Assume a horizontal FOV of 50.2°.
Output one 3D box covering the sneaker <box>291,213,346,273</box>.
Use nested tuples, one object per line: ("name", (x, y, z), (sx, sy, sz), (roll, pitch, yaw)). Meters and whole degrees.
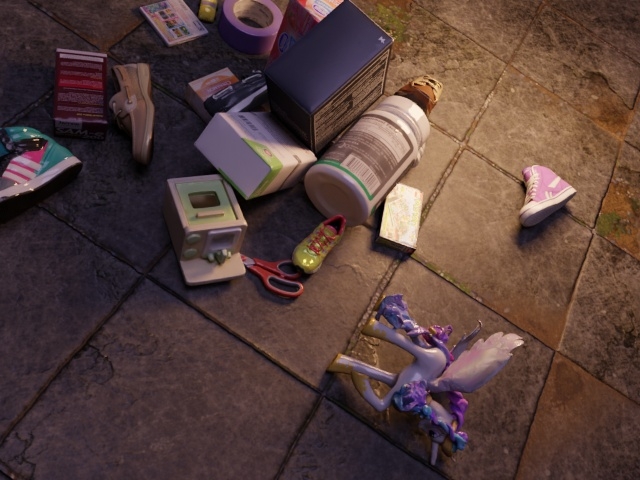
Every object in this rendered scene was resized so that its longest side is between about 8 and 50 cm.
("sneaker", (0.000, 0.000, 1.744), (0.081, 0.094, 0.208), (37, 49, 1))

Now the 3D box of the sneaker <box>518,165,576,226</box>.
("sneaker", (0.657, -0.145, 2.108), (0.282, 0.102, 0.161), (-25, 67, -43))

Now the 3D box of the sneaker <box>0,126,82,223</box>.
("sneaker", (-0.712, -0.163, 1.548), (0.178, 0.124, 0.295), (45, 46, 3))

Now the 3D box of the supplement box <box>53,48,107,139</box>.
("supplement box", (-0.615, -0.376, 1.754), (0.130, 0.073, 0.240), (2, 58, -20))

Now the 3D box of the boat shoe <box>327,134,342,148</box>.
("boat shoe", (-0.018, -0.291, 1.952), (0.190, 0.068, 0.072), (24, 66, 5))

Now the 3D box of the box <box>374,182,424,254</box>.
("box", (0.223, -0.068, 1.918), (0.114, 0.036, 0.207), (19, 54, -10))

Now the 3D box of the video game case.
("video game case", (-0.436, -0.652, 2.033), (0.143, 0.019, 0.157), (-30, 75, -33))

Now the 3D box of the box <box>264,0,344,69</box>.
("box", (-0.032, -0.562, 1.961), (0.142, 0.300, 0.154), (-32, 75, -34))

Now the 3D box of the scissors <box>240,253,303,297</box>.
("scissors", (-0.179, 0.061, 1.685), (0.297, 0.021, 0.109), (18, 54, -11))

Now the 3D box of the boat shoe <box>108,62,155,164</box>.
("boat shoe", (-0.486, -0.326, 1.755), (0.110, 0.122, 0.341), (-1, 50, -17))

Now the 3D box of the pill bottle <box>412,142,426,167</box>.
("pill bottle", (0.276, -0.287, 2.050), (0.078, 0.078, 0.137), (24, 54, -6))

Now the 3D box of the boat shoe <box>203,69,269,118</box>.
("boat shoe", (-0.185, -0.410, 1.837), (0.091, 0.114, 0.302), (46, 52, 2))

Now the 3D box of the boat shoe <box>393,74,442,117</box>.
("boat shoe", (0.297, -0.437, 2.024), (0.122, 0.120, 0.324), (38, 11, -3))

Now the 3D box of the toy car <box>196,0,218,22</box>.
("toy car", (-0.326, -0.797, 2.146), (0.225, 0.053, 0.239), (-21, 69, -31))

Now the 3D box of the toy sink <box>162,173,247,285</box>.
("toy sink", (-0.270, -0.031, 1.625), (0.152, 0.131, 0.234), (-8, 57, -25))

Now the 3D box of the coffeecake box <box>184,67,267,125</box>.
("coffeecake box", (-0.262, -0.374, 1.897), (0.142, 0.068, 0.185), (-33, 76, -35))

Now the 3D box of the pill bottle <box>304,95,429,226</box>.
("pill bottle", (0.136, -0.222, 1.854), (0.204, 0.204, 0.361), (39, 60, 5))

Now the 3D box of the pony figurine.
("pony figurine", (0.252, 0.294, 1.590), (0.363, 0.303, 0.351), (38, 86, 0))

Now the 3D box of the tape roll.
("tape roll", (-0.214, -0.666, 2.093), (0.188, 0.080, 0.189), (10, 57, -15))

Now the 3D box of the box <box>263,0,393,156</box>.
("box", (0.022, -0.419, 1.802), (0.296, 0.294, 0.183), (-43, 80, -10))

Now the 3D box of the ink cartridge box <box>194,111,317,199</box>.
("ink cartridge box", (-0.158, -0.225, 1.746), (0.198, 0.115, 0.273), (46, 24, 9))
